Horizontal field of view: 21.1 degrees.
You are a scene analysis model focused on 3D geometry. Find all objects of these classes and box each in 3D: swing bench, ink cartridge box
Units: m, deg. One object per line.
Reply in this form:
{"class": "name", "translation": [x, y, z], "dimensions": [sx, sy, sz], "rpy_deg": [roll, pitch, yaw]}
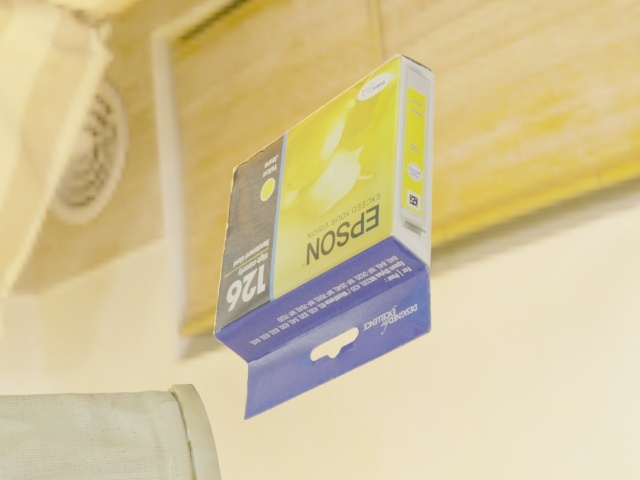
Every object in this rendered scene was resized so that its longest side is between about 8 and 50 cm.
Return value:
{"class": "swing bench", "translation": [-0.217, 0.247, 1.275], "dimensions": [0.253, 0.165, 0.255], "rpy_deg": [0, 128, -20]}
{"class": "ink cartridge box", "translation": [0.000, 0.000, 1.820], "dimensions": [0.072, 0.307, 0.303], "rpy_deg": [27, 142, -30]}
